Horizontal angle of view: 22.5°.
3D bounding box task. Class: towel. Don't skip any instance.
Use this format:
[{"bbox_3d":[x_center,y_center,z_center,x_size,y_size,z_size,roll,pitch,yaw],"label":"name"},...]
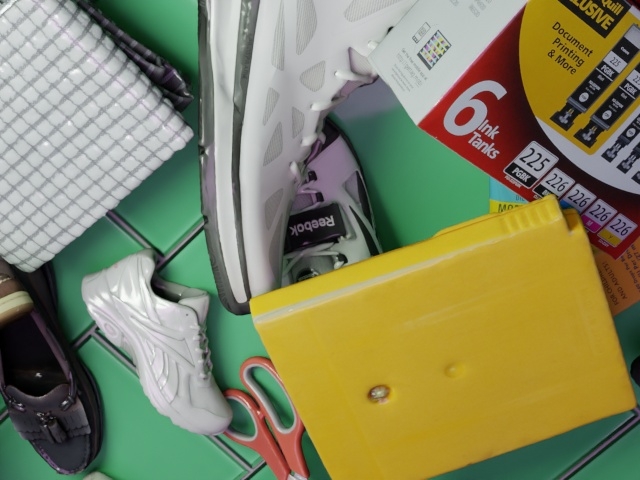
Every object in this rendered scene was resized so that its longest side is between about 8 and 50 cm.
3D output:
[{"bbox_3d":[-0.291,-0.130,1.632,0.235,0.121,0.283,42,117,-19],"label":"towel"}]

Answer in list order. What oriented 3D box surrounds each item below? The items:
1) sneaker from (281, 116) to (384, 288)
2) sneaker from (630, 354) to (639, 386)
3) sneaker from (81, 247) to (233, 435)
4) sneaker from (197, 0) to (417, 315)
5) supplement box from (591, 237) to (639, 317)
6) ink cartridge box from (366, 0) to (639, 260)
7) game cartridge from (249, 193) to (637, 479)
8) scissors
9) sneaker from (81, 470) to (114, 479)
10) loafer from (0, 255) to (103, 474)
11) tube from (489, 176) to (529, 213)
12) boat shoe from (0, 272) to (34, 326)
[{"bbox_3d":[0.000,0.000,1.665,0.122,0.146,0.330,-23,108,16],"label":"sneaker"},{"bbox_3d":[0.438,0.054,1.678,0.286,0.109,0.130,-35,96,11],"label":"sneaker"},{"bbox_3d":[-0.155,0.110,1.755,0.115,0.090,0.232,-33,105,12],"label":"sneaker"},{"bbox_3d":[0.010,-0.148,1.541,0.257,0.169,0.447,0,98,-5],"label":"sneaker"},{"bbox_3d":[0.269,0.046,1.661,0.233,0.080,0.078,-33,111,3],"label":"supplement box"},{"bbox_3d":[0.251,-0.170,1.500,0.309,0.130,0.272,29,109,-38],"label":"ink cartridge box"},{"bbox_3d":[0.127,0.111,1.576,0.323,0.053,0.285,-20,129,5],"label":"game cartridge"},{"bbox_3d":[-0.018,0.269,1.785,0.109,0.021,0.297,-38,79,22],"label":"scissors"},{"bbox_3d":[-0.300,0.442,1.887,0.148,0.131,0.350,34,112,-4],"label":"sneaker"},{"bbox_3d":[-0.322,0.139,1.778,0.109,0.095,0.302,-10,111,8],"label":"loafer"},{"bbox_3d":[0.208,0.007,1.702,0.080,0.052,0.207,2,109,-7],"label":"tube"},{"bbox_3d":[-0.416,0.057,1.677,0.342,0.123,0.123,-10,104,56],"label":"boat shoe"}]
